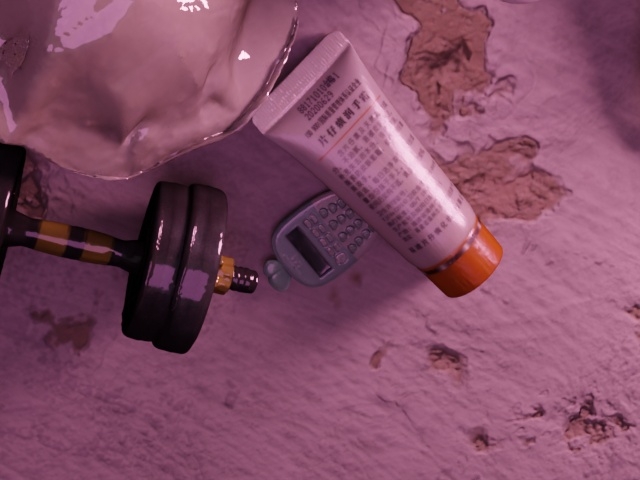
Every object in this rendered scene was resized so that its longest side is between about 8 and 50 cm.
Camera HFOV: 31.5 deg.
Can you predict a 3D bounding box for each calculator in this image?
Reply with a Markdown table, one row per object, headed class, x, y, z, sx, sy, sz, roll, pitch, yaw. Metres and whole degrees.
| class | x | y | z | sx | sy | sz | roll | pitch | yaw |
| --- | --- | --- | --- | --- | --- | --- | --- | --- | --- |
| calculator | 0.000 | 0.000 | 1.285 | 0.153 | 0.021 | 0.095 | -37 | 112 | 7 |

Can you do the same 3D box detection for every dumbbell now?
| class | x | y | z | sx | sy | sz | roll | pitch | yaw |
| --- | --- | --- | --- | --- | --- | --- | --- | --- | --- |
| dumbbell | -0.253 | 0.003 | 1.164 | 0.388 | 0.185 | 0.185 | 14 | 110 | -12 |

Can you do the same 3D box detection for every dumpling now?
| class | x | y | z | sx | sy | sz | roll | pitch | yaw |
| --- | --- | --- | --- | --- | --- | --- | --- | --- | --- |
| dumpling | -0.181 | -0.193 | 1.080 | 0.181 | 0.341 | 0.260 | -7 | 114 | 41 |

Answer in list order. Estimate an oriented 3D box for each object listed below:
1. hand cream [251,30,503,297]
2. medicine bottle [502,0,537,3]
| class | x | y | z | sx | sy | sz | roll | pitch | yaw |
| --- | --- | --- | --- | --- | --- | --- | --- | --- | --- |
| hand cream | 0.068 | -0.066 | 1.230 | 0.140 | 0.089 | 0.314 | -45 | 110 | -12 |
| medicine bottle | 0.173 | -0.295 | 1.099 | 0.102 | 0.187 | 0.103 | -3 | 112 | -7 |
